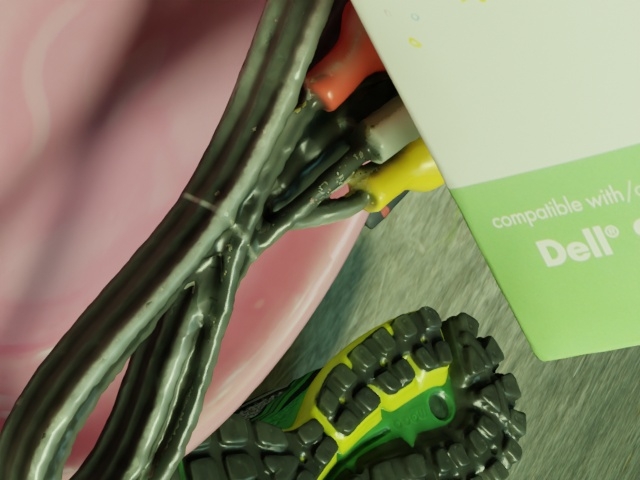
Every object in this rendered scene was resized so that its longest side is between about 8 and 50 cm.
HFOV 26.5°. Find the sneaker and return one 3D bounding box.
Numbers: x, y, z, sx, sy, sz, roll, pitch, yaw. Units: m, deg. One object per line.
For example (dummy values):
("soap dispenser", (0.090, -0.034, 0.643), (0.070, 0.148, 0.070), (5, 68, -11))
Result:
("sneaker", (-0.042, 0.154, 0.701), (0.343, 0.134, 0.146), (-20, 168, -41))

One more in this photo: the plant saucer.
("plant saucer", (-0.064, -0.062, 0.508), (0.332, 0.084, 0.332), (-47, 151, -36))

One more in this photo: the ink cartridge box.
("ink cartridge box", (0.074, -0.168, 0.410), (0.353, 0.119, 0.207), (60, 41, -20))

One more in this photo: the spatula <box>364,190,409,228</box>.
("spatula", (0.000, 0.000, 0.724), (0.296, 0.030, 0.084), (-44, 154, -6))

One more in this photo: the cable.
("cable", (-0.009, -0.018, 0.470), (0.287, 0.072, 0.139), (-53, 149, -27))
